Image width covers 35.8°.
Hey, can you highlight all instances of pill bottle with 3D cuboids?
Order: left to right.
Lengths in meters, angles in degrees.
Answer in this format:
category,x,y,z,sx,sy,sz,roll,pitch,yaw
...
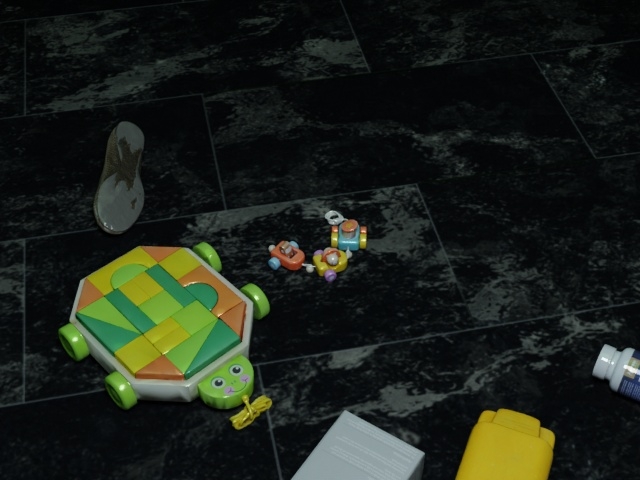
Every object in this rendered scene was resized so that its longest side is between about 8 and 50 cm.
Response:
category,x,y,z,sx,sy,sz,roll,pitch,yaw
pill bottle,0.447,0.191,1.385,0.120,0.067,0.067,23,49,21

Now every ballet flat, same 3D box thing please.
category,x,y,z,sx,sy,sz,roll,pitch,yaw
ballet flat,-0.346,-0.102,1.690,0.084,0.058,0.250,23,44,-28

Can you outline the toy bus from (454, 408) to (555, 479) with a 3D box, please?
category,x,y,z,sx,sy,sz,roll,pitch,yaw
toy bus,0.202,0.340,1.192,0.108,0.130,0.333,16,47,15

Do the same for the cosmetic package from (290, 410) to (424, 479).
category,x,y,z,sx,sy,sz,roll,pitch,yaw
cosmetic package,0.017,0.340,1.215,0.127,0.107,0.238,27,54,24

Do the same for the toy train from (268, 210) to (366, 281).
category,x,y,z,sx,sy,sz,roll,pitch,yaw
toy train,0.000,0.000,1.589,0.125,0.046,0.166,32,54,28

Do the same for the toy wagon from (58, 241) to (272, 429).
category,x,y,z,sx,sy,sz,roll,pitch,yaw
toy wagon,-0.201,0.136,1.438,0.267,0.068,0.344,-34,54,-29
